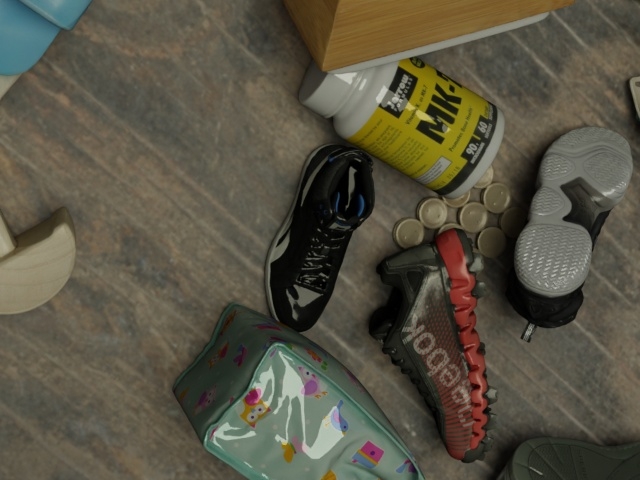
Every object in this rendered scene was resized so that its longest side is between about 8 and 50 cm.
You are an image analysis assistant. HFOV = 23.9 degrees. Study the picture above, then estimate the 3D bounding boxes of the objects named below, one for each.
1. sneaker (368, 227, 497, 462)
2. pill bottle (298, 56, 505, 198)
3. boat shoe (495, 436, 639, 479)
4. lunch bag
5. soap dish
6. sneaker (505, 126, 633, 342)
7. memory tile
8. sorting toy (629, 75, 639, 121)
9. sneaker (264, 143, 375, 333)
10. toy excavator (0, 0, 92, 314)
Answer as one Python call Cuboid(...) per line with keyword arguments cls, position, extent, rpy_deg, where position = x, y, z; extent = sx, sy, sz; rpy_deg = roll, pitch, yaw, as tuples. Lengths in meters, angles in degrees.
Cuboid(cls="sneaker", position=(0.125, 0.126, 1.707), extent=(0.135, 0.097, 0.276), rpy_deg=(-10, 106, -3))
Cuboid(cls="pill bottle", position=(0.088, -0.143, 1.658), extent=(0.208, 0.119, 0.119), rpy_deg=(28, 86, -17))
Cuboid(cls="boat shoe", position=(0.352, 0.308, 1.794), extent=(0.320, 0.103, 0.118), rpy_deg=(9, 52, -21))
Cuboid(cls="lunch bag", position=(-0.009, 0.205, 1.604), extent=(0.262, 0.223, 0.160), rpy_deg=(37, 89, -18))
Cuboid(cls="soap dish", position=(0.094, -0.311, 1.594), extent=(0.290, 0.118, 0.229), rpy_deg=(-17, 57, -14))
Cuboid(cls="sneaker", position=(0.278, -0.006, 1.740), extent=(0.101, 0.153, 0.269), rpy_deg=(21, 51, 11))
Cuboid(cls="memory tile", position=(0.163, -0.015, 1.748), extent=(0.148, 0.012, 0.113), rpy_deg=(-41, 104, -9))
Cuboid(cls="sorting toy", position=(0.402, -0.168, 1.795), extent=(0.083, 0.045, 0.075), rpy_deg=(-26, 95, -14))
Cuboid(cls="sneaker", position=(0.000, 0.000, 1.642), extent=(0.079, 0.121, 0.217), rpy_deg=(13, 91, -17))
Cuboid(cls="toy excavator", position=(-0.345, -0.206, 1.500), extent=(0.433, 0.222, 0.445), rpy_deg=(35, 98, -17))
